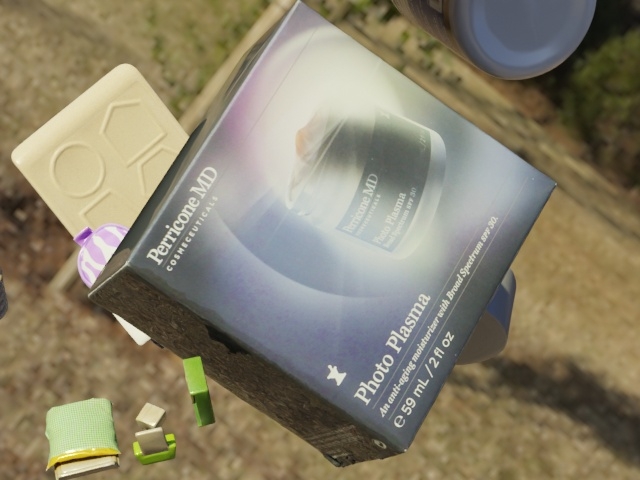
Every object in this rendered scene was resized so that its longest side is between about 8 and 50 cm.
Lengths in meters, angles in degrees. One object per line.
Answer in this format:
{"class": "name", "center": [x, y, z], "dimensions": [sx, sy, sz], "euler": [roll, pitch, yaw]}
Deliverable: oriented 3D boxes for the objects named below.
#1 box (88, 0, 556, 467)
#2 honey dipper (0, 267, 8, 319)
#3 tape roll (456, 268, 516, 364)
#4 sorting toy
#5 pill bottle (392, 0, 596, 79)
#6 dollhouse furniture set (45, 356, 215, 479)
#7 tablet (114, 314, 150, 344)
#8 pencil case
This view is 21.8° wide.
{"class": "box", "center": [0.000, 0.000, 1.495], "dimensions": [0.294, 0.296, 0.183], "euler": [34, -20, -8]}
{"class": "honey dipper", "center": [-0.216, -0.006, 1.021], "dimensions": [0.030, 0.030, 0.161], "euler": [43, -29, 28]}
{"class": "tape roll", "center": [0.107, 0.063, 1.865], "dimensions": [0.219, 0.072, 0.219], "euler": [10, -26, 5]}
{"class": "sorting toy", "center": [-0.244, -0.081, 2.028], "dimensions": [0.208, 0.193, 0.038], "euler": [51, -19, -9]}
{"class": "pill bottle", "center": [0.153, -0.269, 1.668], "dimensions": [0.153, 0.153, 0.265], "euler": [35, 7, -30]}
{"class": "dollhouse furniture set", "center": [-0.168, 0.150, 1.427], "dimensions": [0.058, 0.151, 0.076], "euler": [81, -5, -51]}
{"class": "tablet", "center": [-0.170, 0.064, 1.695], "dimensions": [0.054, 0.083, 0.006], "euler": [52, 14, -6]}
{"class": "pencil case", "center": [-0.198, 0.052, 1.884], "dimensions": [0.088, 0.086, 0.206], "euler": [49, -1, 30]}
